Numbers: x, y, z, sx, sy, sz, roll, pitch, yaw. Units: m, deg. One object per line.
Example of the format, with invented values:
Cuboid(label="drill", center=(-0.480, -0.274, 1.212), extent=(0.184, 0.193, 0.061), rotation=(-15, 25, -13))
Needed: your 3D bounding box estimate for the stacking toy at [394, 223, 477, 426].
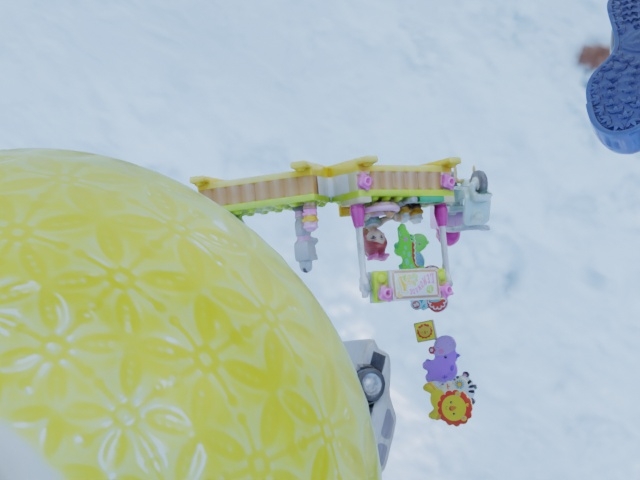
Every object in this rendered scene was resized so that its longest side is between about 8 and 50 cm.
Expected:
Cuboid(label="stacking toy", center=(0.129, 0.091, 1.639), extent=(0.052, 0.167, 0.221), rotation=(-13, 86, 6))

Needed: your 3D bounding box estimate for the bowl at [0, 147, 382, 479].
Cuboid(label="bowl", center=(-0.129, 0.112, 0.541), extent=(0.290, 0.156, 0.289), rotation=(1, 94, 10))

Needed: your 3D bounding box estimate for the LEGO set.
Cuboid(label="LEGO set", center=(0.000, 0.000, 1.118), extent=(0.287, 0.132, 0.107), rotation=(-4, 85, -14))

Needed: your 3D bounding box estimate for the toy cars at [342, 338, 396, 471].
Cuboid(label="toy cars", center=(0.050, 0.265, 1.419), extent=(0.087, 0.393, 0.176), rotation=(24, 122, -28))

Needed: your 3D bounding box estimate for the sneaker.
Cuboid(label="sneaker", center=(0.284, -0.133, 1.292), extent=(0.232, 0.081, 0.090), rotation=(-68, 142, -47))
